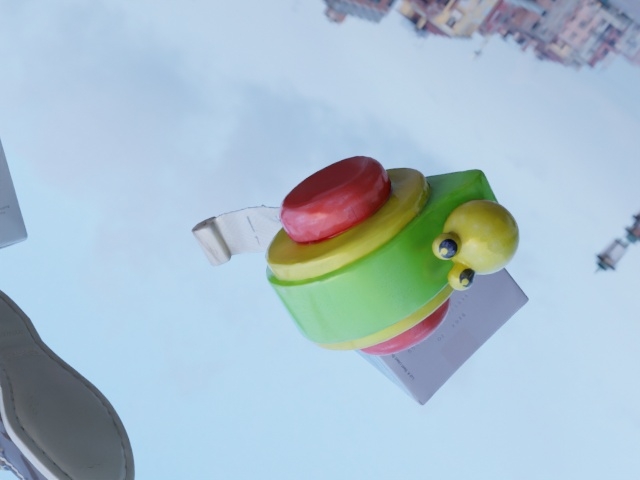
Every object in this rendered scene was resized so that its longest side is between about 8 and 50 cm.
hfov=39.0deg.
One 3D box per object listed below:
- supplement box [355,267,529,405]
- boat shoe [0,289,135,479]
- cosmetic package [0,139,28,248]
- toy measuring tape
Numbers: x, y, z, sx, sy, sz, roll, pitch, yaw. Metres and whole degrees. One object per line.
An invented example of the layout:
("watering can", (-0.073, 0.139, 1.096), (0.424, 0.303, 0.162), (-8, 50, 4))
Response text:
("supplement box", (0.070, 0.048, 0.834), (0.073, 0.130, 0.239), (49, 174, -20))
("boat shoe", (-0.302, 0.166, 0.898), (0.324, 0.097, 0.116), (40, -158, 28))
("cosmetic package", (-0.493, -0.162, 1.071), (0.155, 0.366, 0.197), (-20, -159, -32))
("toy measuring tape", (-0.015, 0.015, 0.589), (0.121, 0.121, 0.330), (18, 165, -38))
